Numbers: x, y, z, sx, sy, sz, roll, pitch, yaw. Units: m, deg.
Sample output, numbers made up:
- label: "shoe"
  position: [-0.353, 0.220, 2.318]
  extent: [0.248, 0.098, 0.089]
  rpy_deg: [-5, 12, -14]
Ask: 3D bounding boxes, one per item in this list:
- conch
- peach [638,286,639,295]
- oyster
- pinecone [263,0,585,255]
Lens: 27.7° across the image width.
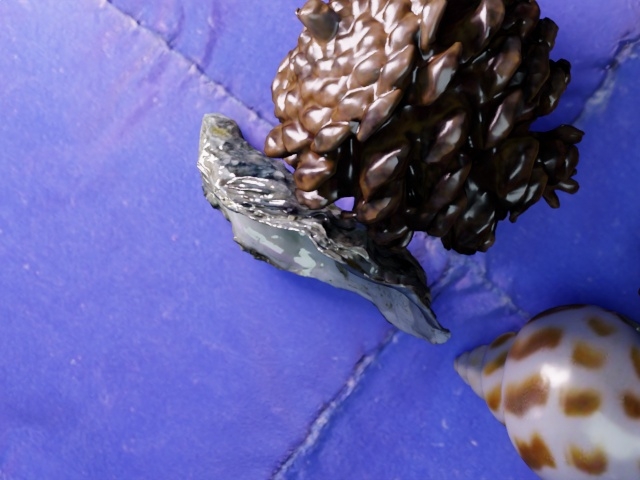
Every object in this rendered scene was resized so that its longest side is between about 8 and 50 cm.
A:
- label: "conch"
  position: [0.233, 0.138, 1.078]
  extent: [0.275, 0.183, 0.148]
  rpy_deg: [41, 109, 33]
- label: "peach"
  position: [0.394, 0.001, 0.952]
  extent: [0.338, 0.281, 0.281]
  rpy_deg: [-12, 103, 21]
- label: "oyster"
  position: [-0.002, 0.003, 1.111]
  extent: [0.087, 0.252, 0.199]
  rpy_deg: [-52, 129, -4]
- label: "pinecone"
  position: [0.080, -0.098, 1.004]
  extent: [0.244, 0.243, 0.257]
  rpy_deg: [-29, 103, 19]
